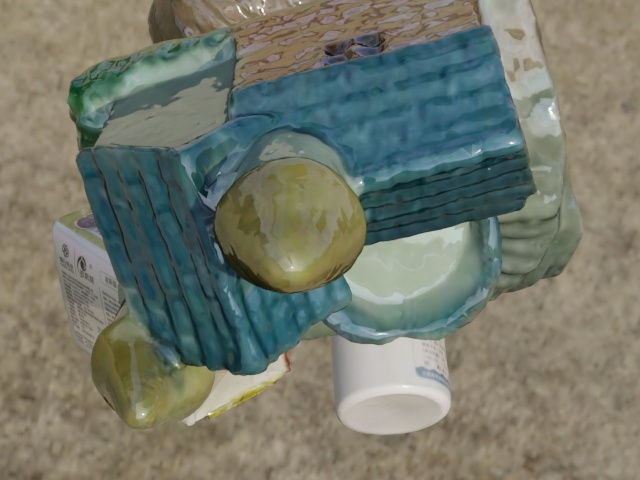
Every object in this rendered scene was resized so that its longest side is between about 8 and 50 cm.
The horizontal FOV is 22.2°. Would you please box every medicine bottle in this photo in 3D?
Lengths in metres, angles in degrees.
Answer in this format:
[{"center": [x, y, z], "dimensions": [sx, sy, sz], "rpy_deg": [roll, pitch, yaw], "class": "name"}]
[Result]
[{"center": [0.076, 0.099, 1.924], "dimensions": [0.139, 0.139, 0.237], "rpy_deg": [6, 57, -17], "class": "medicine bottle"}]

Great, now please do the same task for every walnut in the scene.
[{"center": [-0.056, -0.192, 1.582], "dimensions": [0.230, 0.178, 0.178], "rpy_deg": [33, 28, -18], "class": "walnut"}]

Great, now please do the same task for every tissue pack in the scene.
[{"center": [-0.101, 0.039, 1.105], "dimensions": [0.099, 0.106, 0.149], "rpy_deg": [-24, 32, -30], "class": "tissue pack"}]

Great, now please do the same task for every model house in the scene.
[{"center": [0.000, 0.000, 0.805], "dimensions": [0.267, 0.194, 0.325], "rpy_deg": [-14, 16, 6], "class": "model house"}]
